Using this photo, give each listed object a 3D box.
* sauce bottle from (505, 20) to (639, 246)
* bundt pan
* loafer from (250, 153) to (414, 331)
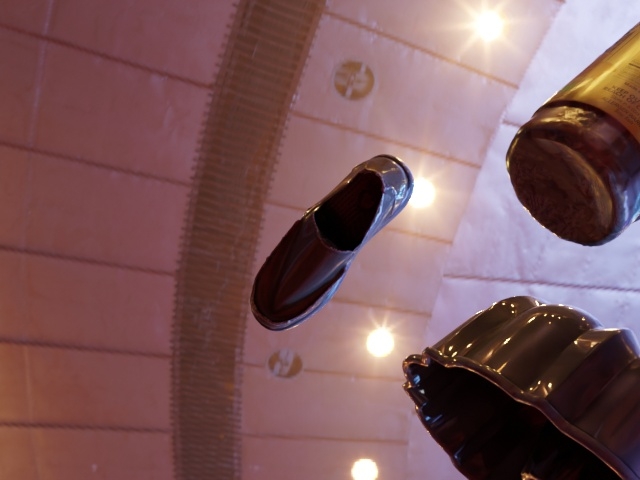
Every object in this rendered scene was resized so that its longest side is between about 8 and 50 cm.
[{"bbox_3d":[0.286,-0.131,0.750,0.111,0.344,0.111,36,-31,27],"label":"sauce bottle"},{"bbox_3d":[0.231,0.175,0.824,0.124,0.331,0.330,-44,-68,-18],"label":"bundt pan"},{"bbox_3d":[0.000,0.000,1.081,0.094,0.087,0.251,42,-78,14],"label":"loafer"}]
